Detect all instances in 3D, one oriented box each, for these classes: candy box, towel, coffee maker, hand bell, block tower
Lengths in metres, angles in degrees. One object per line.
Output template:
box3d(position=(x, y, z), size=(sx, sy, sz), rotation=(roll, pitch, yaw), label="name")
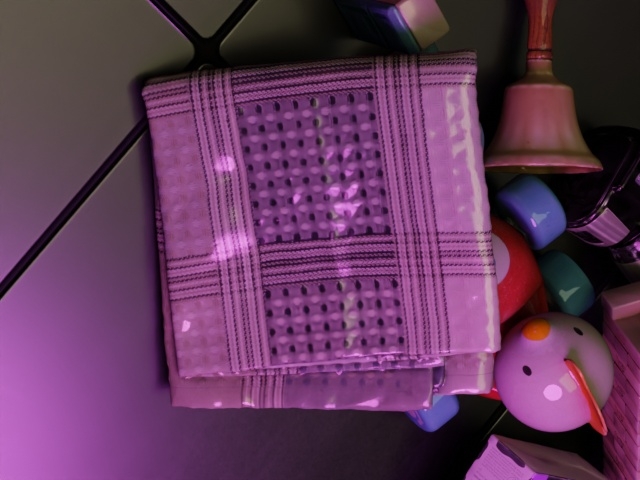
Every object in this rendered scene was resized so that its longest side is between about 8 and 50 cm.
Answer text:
box3d(position=(0.185, 0.300, 1.909), size=(0.165, 0.070, 0.196), rotation=(17, 108, -49), label="candy box")
box3d(position=(0.000, 0.000, 1.720), size=(0.312, 0.056, 0.324), rotation=(-4, 102, 8), label="towel")
box3d(position=(0.334, -0.038, 1.944), size=(0.178, 0.120, 0.171), rotation=(41, 53, -28), label="coffee maker")
box3d(position=(0.211, -0.188, 1.860), size=(0.126, 0.126, 0.242), rotation=(1, 88, -26), label="hand bell")
box3d(position=(0.343, 0.196, 1.941), size=(0.091, 0.097, 0.335), rotation=(-15, 126, -11), label="block tower")

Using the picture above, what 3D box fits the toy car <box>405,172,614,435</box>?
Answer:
box3d(position=(0.195, 0.094, 1.805), size=(0.219, 0.238, 0.210), rotation=(-37, 130, -14), label="toy car")

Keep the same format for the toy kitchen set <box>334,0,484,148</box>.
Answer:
box3d(position=(0.055, -0.113, 1.773), size=(0.166, 0.122, 0.207), rotation=(-39, 115, -13), label="toy kitchen set")
